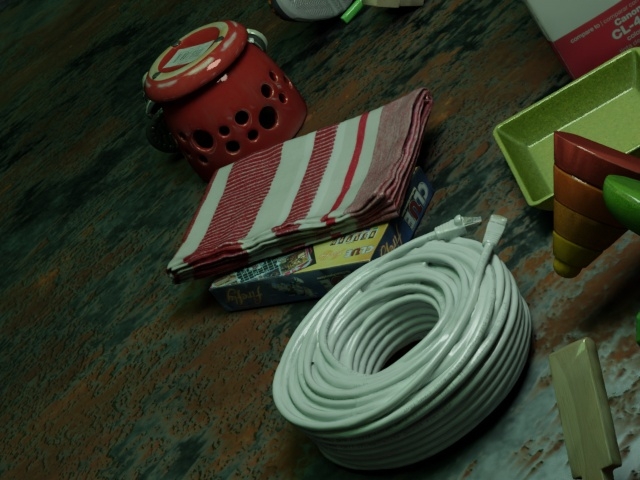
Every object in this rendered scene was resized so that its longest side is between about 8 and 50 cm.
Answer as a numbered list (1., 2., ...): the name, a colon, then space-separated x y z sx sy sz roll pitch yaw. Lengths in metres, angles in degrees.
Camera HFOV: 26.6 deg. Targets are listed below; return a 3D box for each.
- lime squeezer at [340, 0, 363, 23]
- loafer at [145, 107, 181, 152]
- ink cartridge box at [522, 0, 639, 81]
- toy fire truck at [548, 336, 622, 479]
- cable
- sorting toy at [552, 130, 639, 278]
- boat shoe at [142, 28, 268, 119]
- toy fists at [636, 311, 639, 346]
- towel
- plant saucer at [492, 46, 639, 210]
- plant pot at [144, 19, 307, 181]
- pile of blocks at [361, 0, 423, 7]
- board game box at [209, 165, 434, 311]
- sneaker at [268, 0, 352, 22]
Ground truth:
1. lime squeezer: 0.123 -0.466 2.156 0.110 0.059 0.310 -9 39 39
2. loafer: -0.173 -0.210 2.081 0.220 0.080 0.078 -35 18 -9
3. ink cartridge box: 0.262 -0.370 1.602 0.131 0.306 0.226 -29 30 12
4. toy fire truck: 0.145 0.211 1.045 0.217 0.158 0.246 -9 26 40
5. cable: 0.079 0.106 1.314 0.257 0.089 0.257 -21 32 26
6. sorting toy: 0.262 0.017 1.113 0.365 0.127 0.126 -113 43 -69
7. boat shoe: -0.183 -0.261 2.162 0.233 0.084 0.079 -23 44 22
8. toy fists: 0.390 0.018 1.110 0.279 0.096 0.142 -45 17 -15
9. towel: -0.027 -0.068 1.653 0.329 0.037 0.237 -18 31 29
10. plant saucer: 0.294 -0.111 1.452 0.188 0.045 0.188 -30 30 10
11. plant pot: -0.140 -0.207 1.930 0.191 0.174 0.191 -25 28 15
12. pile of blocks: 0.170 -0.489 2.043 0.362 0.149 0.113 -44 30 -14
13. board game box: 0.000 0.000 1.602 0.243 0.042 0.165 -10 37 38
14. sneaker: -0.033 -0.417 2.199 0.180 0.124 0.321 -18 19 37
